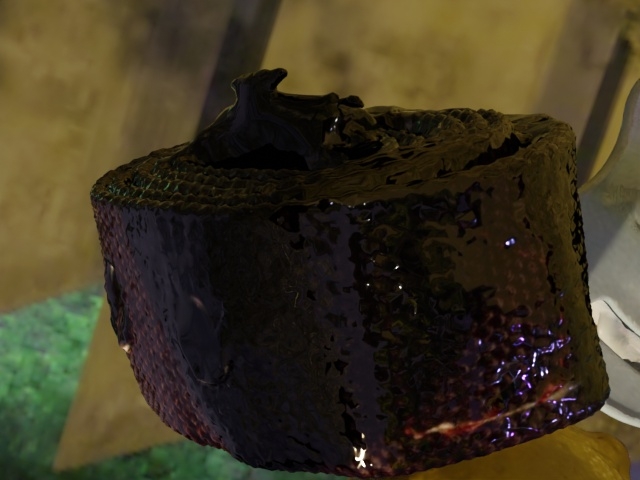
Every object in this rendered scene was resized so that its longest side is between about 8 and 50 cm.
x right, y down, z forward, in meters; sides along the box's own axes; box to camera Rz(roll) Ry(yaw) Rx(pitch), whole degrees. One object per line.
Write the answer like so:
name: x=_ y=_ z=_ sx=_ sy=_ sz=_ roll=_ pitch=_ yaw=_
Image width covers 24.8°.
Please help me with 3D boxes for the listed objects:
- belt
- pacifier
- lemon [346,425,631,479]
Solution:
belt: x=0.000 y=0.000 z=0.668 sx=0.184 sy=0.164 sz=0.289 roll=-20 pitch=-167 yaw=-29
pacifier: x=0.301 y=0.003 z=1.046 sx=0.244 sy=0.299 sz=0.233 roll=39 pitch=163 yaw=-9
lemon: x=0.128 y=0.260 z=1.165 sx=0.284 sy=0.260 sz=0.260 roll=-25 pitch=-151 yaw=-18
